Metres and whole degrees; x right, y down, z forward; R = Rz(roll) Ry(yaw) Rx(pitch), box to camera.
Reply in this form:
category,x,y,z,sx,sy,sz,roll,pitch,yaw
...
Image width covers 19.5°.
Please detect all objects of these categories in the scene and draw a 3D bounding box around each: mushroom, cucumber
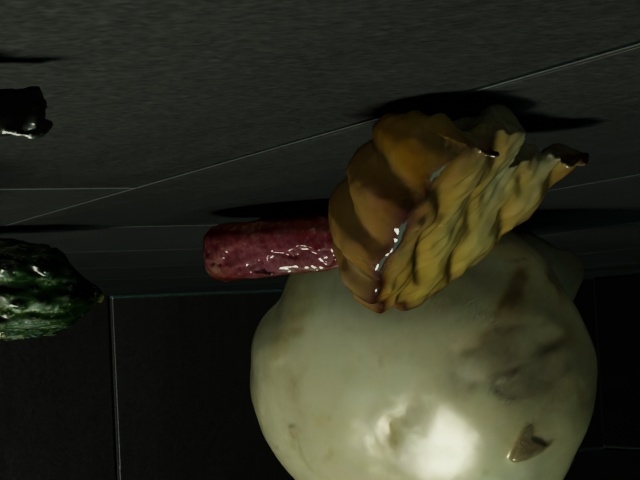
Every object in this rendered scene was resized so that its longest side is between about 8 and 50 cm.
category,x,y,z,sx,sy,sz,roll,pitch,yaw
mushroom,0.116,0.101,1.664,0.314,0.314,0.336,-5,-163,33
cucumber,-0.341,0.037,1.401,0.359,0.096,0.096,-4,177,-17

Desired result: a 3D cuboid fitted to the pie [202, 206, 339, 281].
category,x,y,z,sx,sy,sz,roll,pitch,yaw
pie,0.000,0.000,1.385,0.182,0.049,0.182,-5,-179,0

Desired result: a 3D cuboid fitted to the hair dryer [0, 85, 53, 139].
category,x,y,z,sx,sy,sz,roll,pitch,yaw
hair dryer,-0.177,-0.032,0.603,0.182,0.064,0.117,-7,180,-26

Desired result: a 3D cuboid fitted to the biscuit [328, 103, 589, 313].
category,x,y,z,sx,sy,sz,roll,pitch,yaw
biscuit,0.051,-0.022,0.862,0.118,0.061,0.183,-46,165,12
